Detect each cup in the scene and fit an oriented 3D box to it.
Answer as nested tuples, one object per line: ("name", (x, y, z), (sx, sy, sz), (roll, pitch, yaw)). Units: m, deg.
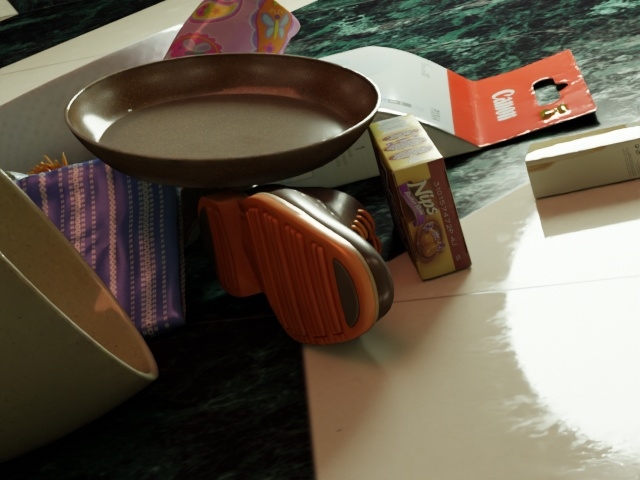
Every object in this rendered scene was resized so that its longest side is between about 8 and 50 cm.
("cup", (-0.329, 0.068, 1.378), (0.237, 0.331, 0.331), (-42, 19, 2))

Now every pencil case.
("pencil case", (-0.141, -0.171, 1.969), (0.284, 0.124, 0.124), (-59, 29, -8))

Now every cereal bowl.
("cereal bowl", (-0.284, -0.146, 2.128), (0.339, 0.141, 0.339), (-24, 7, 3))

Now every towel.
("towel", (-0.298, 0.025, 1.662), (0.336, 0.040, 0.243), (-14, 49, 9))

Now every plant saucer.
("plant saucer", (-0.094, -0.117, 1.662), (0.311, 0.050, 0.310), (-2, 23, 1))

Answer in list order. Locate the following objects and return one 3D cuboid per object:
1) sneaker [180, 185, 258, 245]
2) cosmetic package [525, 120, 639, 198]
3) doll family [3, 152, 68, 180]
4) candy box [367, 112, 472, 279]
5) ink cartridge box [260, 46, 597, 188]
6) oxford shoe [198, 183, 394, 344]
("sneaker", (-0.092, -0.045, 1.755), (0.086, 0.064, 0.192), (-13, -11, -26))
("cosmetic package", (0.261, -0.079, 1.642), (0.115, 0.041, 0.060), (-12, 19, 15))
("doll family", (-0.271, -0.045, 1.851), (0.263, 0.118, 0.163), (-2, -8, 37))
("candy box", (0.090, -0.045, 1.586), (0.053, 0.109, 0.186), (-17, 17, -2))
("ink cartridge box", (0.112, -0.172, 1.983), (0.385, 0.091, 0.308), (-16, 18, 8))
("oxford shoe", (0.000, 0.000, 1.513), (0.133, 0.130, 0.364), (-16, 17, -18))
